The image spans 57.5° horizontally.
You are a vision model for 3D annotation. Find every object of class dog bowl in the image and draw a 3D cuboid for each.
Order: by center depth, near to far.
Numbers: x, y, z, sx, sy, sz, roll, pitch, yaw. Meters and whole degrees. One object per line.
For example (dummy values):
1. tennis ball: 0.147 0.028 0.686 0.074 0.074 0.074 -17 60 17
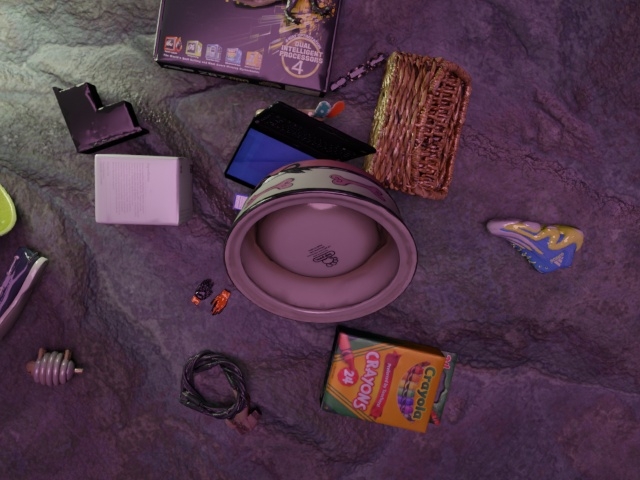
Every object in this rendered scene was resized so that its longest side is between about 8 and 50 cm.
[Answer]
1. dog bowl: 0.000 0.000 1.270 0.407 0.151 0.408 1 135 1

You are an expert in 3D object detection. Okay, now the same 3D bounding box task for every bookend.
1. bookend: -0.503 -0.298 1.342 0.156 0.072 0.157 -20 96 0

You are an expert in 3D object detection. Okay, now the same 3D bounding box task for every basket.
1. basket: 0.230 -0.249 1.297 0.222 0.213 0.300 13 97 -2

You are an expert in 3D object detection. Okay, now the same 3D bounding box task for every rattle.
1. rattle: -0.046 -0.241 1.317 0.199 0.130 0.143 6 84 19

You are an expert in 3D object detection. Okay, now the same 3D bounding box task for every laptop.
1. laptop: -0.053 -0.168 1.266 0.234 0.264 0.137 22 82 -22

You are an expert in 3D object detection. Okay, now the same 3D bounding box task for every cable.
1. cable: -0.255 0.358 1.435 0.184 0.047 0.151 18 85 14

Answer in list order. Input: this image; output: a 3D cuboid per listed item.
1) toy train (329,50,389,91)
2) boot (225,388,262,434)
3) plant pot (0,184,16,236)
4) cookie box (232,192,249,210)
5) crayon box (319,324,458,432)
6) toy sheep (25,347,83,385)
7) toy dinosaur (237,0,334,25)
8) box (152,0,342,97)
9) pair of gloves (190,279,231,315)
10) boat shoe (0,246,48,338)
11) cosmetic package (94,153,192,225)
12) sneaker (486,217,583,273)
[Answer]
1. toy train: 0.090 -0.394 1.365 0.158 0.036 0.027 -30 98 4
2. boot: -0.206 0.427 1.459 0.087 0.042 0.118 -42 85 14
3. plant pot: -0.876 -0.026 1.290 0.254 0.276 0.276 -43 96 16
4. cookie box: -0.147 -0.081 1.370 0.107 0.092 0.040 12 92 -2
5. crayon box: 0.174 0.345 1.437 0.318 0.081 0.203 13 96 -4
6. toy sheep: -0.642 0.308 1.409 0.131 0.091 0.091 5 97 -7
7. toy dinosaur: -0.044 -0.527 1.244 0.268 0.064 0.118 -26 91 2
8. box: -0.151 -0.518 1.313 0.394 0.097 0.319 10 93 -4
9. pair of gloves: -0.268 0.140 1.434 0.083 0.010 0.074 33 96 -2
10. boat shoe: -0.743 0.135 1.378 0.079 0.095 0.255 31 94 -7
11. cosmetic package: -0.396 -0.116 1.328 0.183 0.151 0.152 2 97 -1
12. sneaker: 0.511 0.017 1.400 0.239 0.091 0.126 7 97 -3
